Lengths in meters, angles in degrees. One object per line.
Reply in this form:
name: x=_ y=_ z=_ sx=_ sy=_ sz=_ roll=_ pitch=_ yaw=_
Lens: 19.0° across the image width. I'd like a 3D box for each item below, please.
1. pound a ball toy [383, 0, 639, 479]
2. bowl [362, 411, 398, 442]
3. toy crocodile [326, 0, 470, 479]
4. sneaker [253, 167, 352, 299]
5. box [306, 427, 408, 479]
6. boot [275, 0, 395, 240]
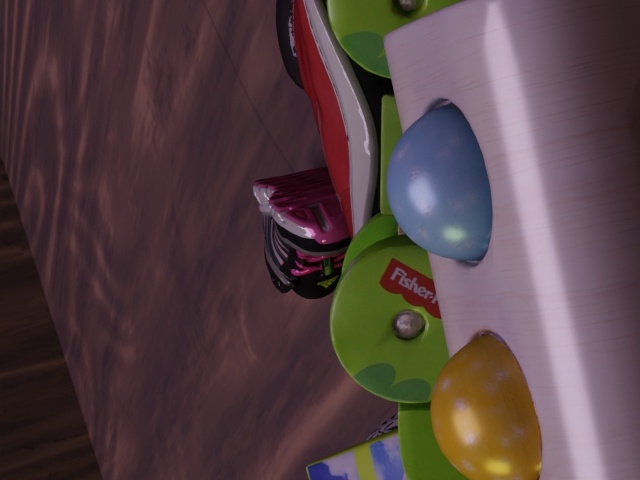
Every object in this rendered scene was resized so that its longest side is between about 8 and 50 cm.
pound a ball toy: x=0.094 y=0.074 z=0.694 sx=0.208 sy=0.136 sz=0.319 roll=173 pitch=86 yaw=-71
bowl: x=0.053 y=0.175 z=1.100 sx=0.170 sy=0.080 sz=0.170 roll=164 pitch=90 yaw=-74
toy crocodile: x=0.058 y=-0.045 z=0.797 sx=0.115 sy=0.105 sz=0.340 roll=-68 pitch=-23 yaw=-80
sneaker: x=0.000 y=0.000 z=1.152 sx=0.170 sy=0.063 sz=0.074 roll=-153 pitch=50 yaw=-76
box: x=0.062 y=0.145 z=0.975 sx=0.178 sy=0.042 sz=0.109 roll=-27 pitch=77 yaw=48
boot: x=0.038 y=-0.038 z=0.953 sx=0.176 sy=0.088 sz=0.244 roll=163 pitch=92 yaw=-82
